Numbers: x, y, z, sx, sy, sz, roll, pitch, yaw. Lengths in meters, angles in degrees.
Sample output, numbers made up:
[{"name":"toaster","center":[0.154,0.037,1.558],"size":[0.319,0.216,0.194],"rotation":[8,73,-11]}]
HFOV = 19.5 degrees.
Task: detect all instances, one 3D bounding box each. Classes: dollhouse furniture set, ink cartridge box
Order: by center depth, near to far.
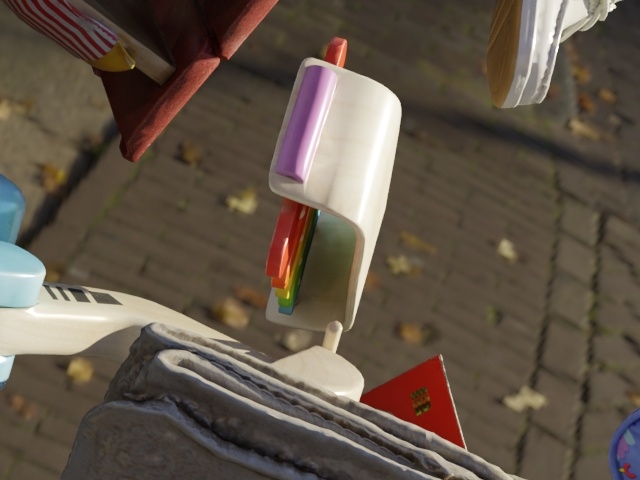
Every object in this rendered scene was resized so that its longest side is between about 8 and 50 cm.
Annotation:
[{"name":"dollhouse furniture set","center":[-0.157,-0.230,1.057],"size":[0.201,0.152,0.374],"rotation":[36,16,-30]},{"name":"ink cartridge box","center":[0.056,0.267,1.839],"size":[0.060,0.275,0.239],"rotation":[-6,73,-36]}]

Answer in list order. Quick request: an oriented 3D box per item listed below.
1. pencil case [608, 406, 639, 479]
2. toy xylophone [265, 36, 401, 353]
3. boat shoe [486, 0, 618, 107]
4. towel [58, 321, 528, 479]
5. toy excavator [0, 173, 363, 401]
[{"name":"pencil case","center":[0.351,0.144,1.502],"size":[0.119,0.133,0.306],"rotation":[35,33,25]},{"name":"toy xylophone","center":[0.000,0.000,1.505],"size":[0.081,0.323,0.236],"rotation":[14,60,4]},{"name":"boat shoe","center":[0.189,-0.204,1.381],"size":[0.096,0.098,0.277],"rotation":[19,57,-4]},{"name":"towel","center":[-0.028,0.165,0.739],"size":[0.187,0.282,0.049],"rotation":[23,40,2]},{"name":"toy excavator","center":[-0.244,0.038,1.337],"size":[0.445,0.222,0.433],"rotation":[5,18,-46]}]
